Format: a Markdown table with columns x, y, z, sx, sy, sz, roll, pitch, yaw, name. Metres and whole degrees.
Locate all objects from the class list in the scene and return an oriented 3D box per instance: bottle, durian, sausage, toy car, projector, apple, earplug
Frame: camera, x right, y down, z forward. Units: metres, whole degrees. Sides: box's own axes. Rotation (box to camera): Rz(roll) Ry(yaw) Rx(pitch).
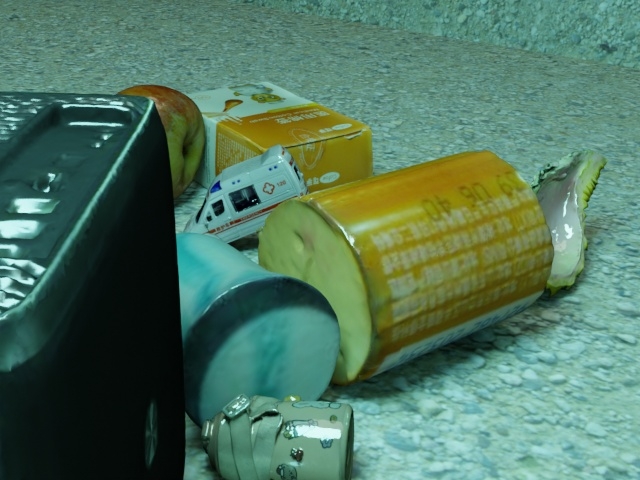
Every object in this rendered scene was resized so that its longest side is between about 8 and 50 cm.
| x | y | z | sx | sy | sz | roll | pitch | yaw | name |
| --- | --- | --- | --- | --- | --- | --- | --- | --- | --- |
| -0.046 | 0.197 | 0.821 | 0.152 | 0.098 | 0.099 | 5 | 26 | 8 | bottle |
| 0.294 | -0.027 | 1.256 | 0.196 | 0.185 | 0.305 | -11 | 20 | 40 | durian |
| 0.104 | 0.027 | 1.033 | 0.287 | 0.233 | 0.233 | -18 | 32 | -32 | sausage |
| -0.122 | -0.059 | 1.274 | 0.210 | 0.108 | 0.089 | -22 | 26 | 8 | toy car |
| -0.237 | 0.130 | 0.588 | 0.242 | 0.405 | 0.395 | 2 | 26 | 0 | projector |
| -0.289 | -0.157 | 1.407 | 0.164 | 0.209 | 0.209 | 13 | 28 | 14 | apple |
| -0.136 | 0.074 | 0.995 | 0.185 | 0.184 | 0.324 | -12 | 24 | -27 | earplug |

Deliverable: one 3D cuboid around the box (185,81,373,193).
| x | y | z | sx | sy | sz | roll | pitch | yaw | name |
| --- | --- | --- | --- | --- | --- | --- | --- | --- | --- |
| -0.094 | -0.164 | 1.511 | 0.225 | 0.143 | 0.341 | -16 | 33 | -32 | box |
